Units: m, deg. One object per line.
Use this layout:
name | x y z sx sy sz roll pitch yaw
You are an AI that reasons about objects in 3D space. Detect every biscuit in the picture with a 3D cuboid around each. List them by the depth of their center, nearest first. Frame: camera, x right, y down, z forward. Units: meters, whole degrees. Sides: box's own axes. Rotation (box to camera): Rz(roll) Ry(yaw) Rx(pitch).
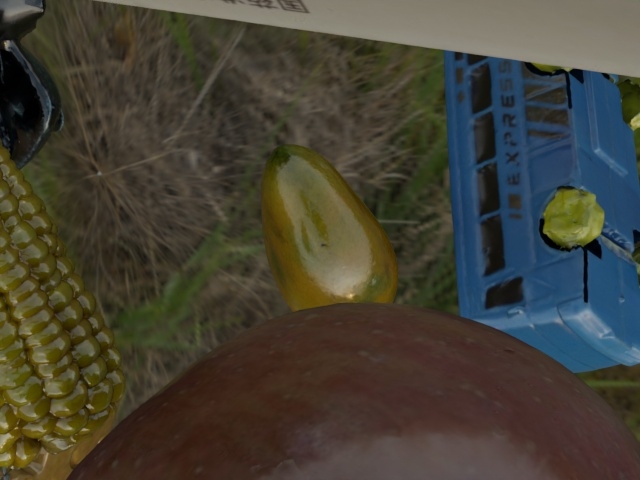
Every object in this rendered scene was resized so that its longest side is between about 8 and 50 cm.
biscuit | -0.179 0.162 1.126 0.027 0.133 0.184 26 61 14

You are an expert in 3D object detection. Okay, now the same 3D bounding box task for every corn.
corn | -0.195 -0.027 0.827 0.102 0.102 0.313 -31 110 -5

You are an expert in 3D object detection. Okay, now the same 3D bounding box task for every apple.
apple | 0.013 0.160 0.728 0.235 0.306 0.305 31 88 27

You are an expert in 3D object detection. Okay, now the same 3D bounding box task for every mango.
mango | 0.004 0.004 1.313 0.089 0.163 0.111 -38 55 -15

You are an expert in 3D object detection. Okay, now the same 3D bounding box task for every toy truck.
toy truck | 0.215 -0.061 1.627 0.161 0.162 0.384 31 47 -44

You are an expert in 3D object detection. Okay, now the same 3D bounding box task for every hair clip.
hair clip | -0.329 -0.193 1.385 0.194 0.310 0.206 -10 130 -44

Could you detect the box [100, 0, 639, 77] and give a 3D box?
box | 0.008 -0.105 0.340 0.353 0.214 0.069 13 76 24
